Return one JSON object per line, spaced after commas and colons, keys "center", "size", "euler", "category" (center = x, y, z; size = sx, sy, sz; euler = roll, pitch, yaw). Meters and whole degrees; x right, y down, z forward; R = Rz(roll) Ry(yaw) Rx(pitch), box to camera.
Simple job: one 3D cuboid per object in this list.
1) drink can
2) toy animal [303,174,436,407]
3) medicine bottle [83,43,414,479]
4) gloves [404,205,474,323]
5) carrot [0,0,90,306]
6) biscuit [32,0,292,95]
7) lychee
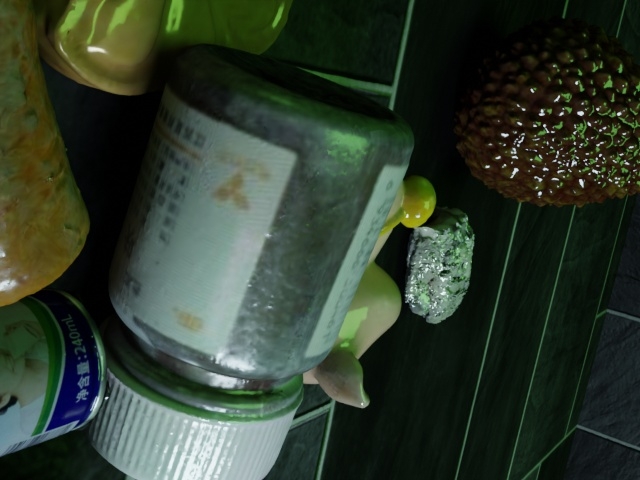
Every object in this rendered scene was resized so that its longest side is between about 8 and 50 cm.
{"center": [-0.227, 0.084, 0.405], "size": [0.235, 0.097, 0.097], "euler": [-8, 112, -56], "category": "drink can"}
{"center": [0.002, 0.000, 0.681], "size": [0.149, 0.165, 0.247], "euler": [4, 95, -54], "category": "toy animal"}
{"center": [-0.058, 0.020, 0.543], "size": [0.165, 0.165, 0.273], "euler": [-6, 123, -58], "category": "medicine bottle"}
{"center": [0.154, 0.039, 1.028], "size": [0.114, 0.070, 0.153], "euler": [-34, 134, -47], "category": "gloves"}
{"center": [-0.186, -0.103, 0.345], "size": [0.138, 0.139, 0.301], "euler": [-49, 142, -35], "category": "carrot"}
{"center": [-0.091, -0.252, 0.499], "size": [0.351, 0.057, 0.312], "euler": [-43, 137, -41], "category": "biscuit"}
{"center": [0.316, -0.149, 1.012], "size": [0.271, 0.271, 0.271], "euler": [-33, 132, -48], "category": "lychee"}
